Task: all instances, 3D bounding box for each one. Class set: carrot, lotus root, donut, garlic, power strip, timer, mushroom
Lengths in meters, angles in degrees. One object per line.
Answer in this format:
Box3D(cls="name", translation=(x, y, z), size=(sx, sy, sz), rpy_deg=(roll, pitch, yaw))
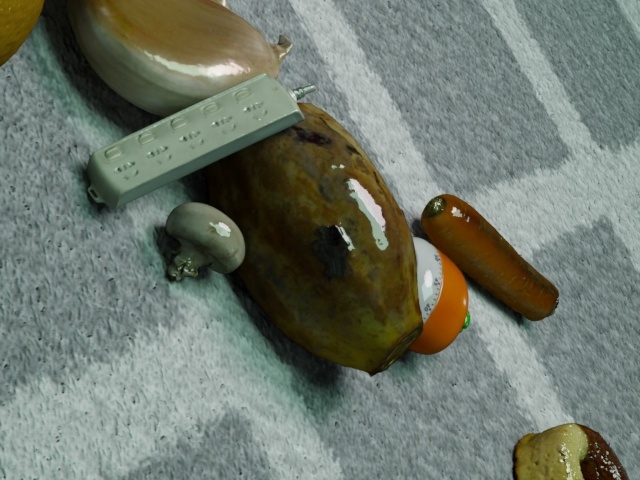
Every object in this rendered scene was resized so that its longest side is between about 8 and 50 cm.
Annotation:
Box3D(cls="carrot", translation=(0.200, 0.019, 2.083), size=(0.225, 0.067, 0.067), rpy_deg=(40, 36, -29))
Box3D(cls="lotus root", translation=(0.008, -0.005, 1.737), size=(0.193, 0.193, 0.291), rpy_deg=(-12, 72, -57))
Box3D(cls="donut", translation=(0.301, 0.294, 1.976), size=(0.166, 0.073, 0.184), rpy_deg=(12, 52, -46))
Box3D(cls="garlic", translation=(-0.153, -0.203, 1.741), size=(0.228, 0.110, 0.217), rpy_deg=(28, 34, -7))
Box3D(cls="power strip", translation=(-0.110, -0.102, 1.654), size=(0.252, 0.027, 0.060), rpy_deg=(-27, 56, -20))
Box3D(cls="timer", translation=(0.119, 0.067, 1.896), size=(0.136, 0.099, 0.136), rpy_deg=(20, 57, -35))
Box3D(cls="mushroom", translation=(-0.117, 0.008, 1.664), size=(0.085, 0.085, 0.079), rpy_deg=(41, 70, -25))

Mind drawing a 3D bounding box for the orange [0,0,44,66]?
Box3D(cls="orange", translation=(-0.339, -0.236, 1.431), size=(0.236, 0.236, 0.236), rpy_deg=(34, 38, -33))
